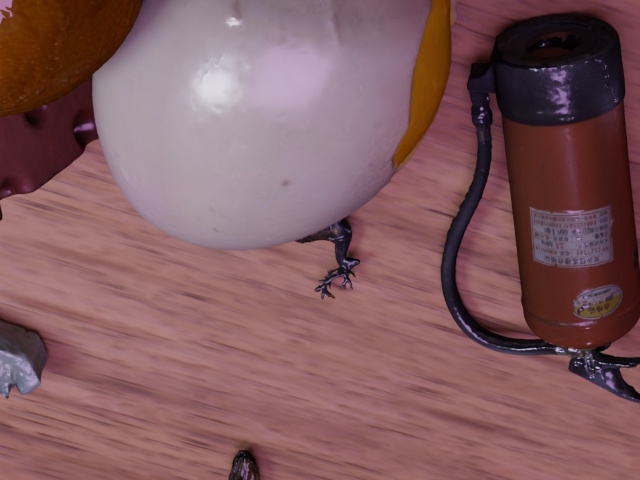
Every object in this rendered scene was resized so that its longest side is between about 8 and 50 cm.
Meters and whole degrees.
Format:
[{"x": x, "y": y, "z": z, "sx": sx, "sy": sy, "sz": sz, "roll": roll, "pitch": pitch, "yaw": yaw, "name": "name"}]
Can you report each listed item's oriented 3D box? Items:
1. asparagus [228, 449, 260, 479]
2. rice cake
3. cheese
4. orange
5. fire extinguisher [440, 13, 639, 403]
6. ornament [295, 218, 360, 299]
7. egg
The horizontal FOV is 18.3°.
[{"x": -0.077, "y": 0.279, "z": 2.025, "sx": 0.036, "sy": 0.030, "sz": 0.165, "roll": 14, "pitch": 123, "yaw": 24, "name": "asparagus"}, {"x": -0.418, "y": 0.064, "z": 1.885, "sx": 0.336, "sy": 0.066, "sz": 0.063, "roll": 24, "pitch": 116, "yaw": -14, "name": "rice cake"}, {"x": -0.299, "y": -0.091, "z": 1.735, "sx": 0.203, "sy": 0.177, "sz": 0.128, "roll": -10, "pitch": 119, "yaw": 6, "name": "cheese"}, {"x": -0.263, "y": -0.215, "z": 1.515, "sx": 0.264, "sy": 0.264, "sz": 0.264, "roll": 0, "pitch": 119, "yaw": 0, "name": "orange"}, {"x": 0.209, "y": -0.020, "z": 1.835, "sx": 0.200, "sy": 0.113, "sz": 0.376, "roll": 15, "pitch": 127, "yaw": 41, "name": "fire extinguisher"}, {"x": 0.000, "y": 0.000, "z": 1.872, "sx": 0.073, "sy": 0.028, "sz": 0.125, "roll": -2, "pitch": 117, "yaw": 1, "name": "ornament"}, {"x": -0.048, "y": -0.139, "z": 1.652, "sx": 0.283, "sy": 0.283, "sz": 0.345, "roll": 29, "pitch": 121, "yaw": -15, "name": "egg"}]
